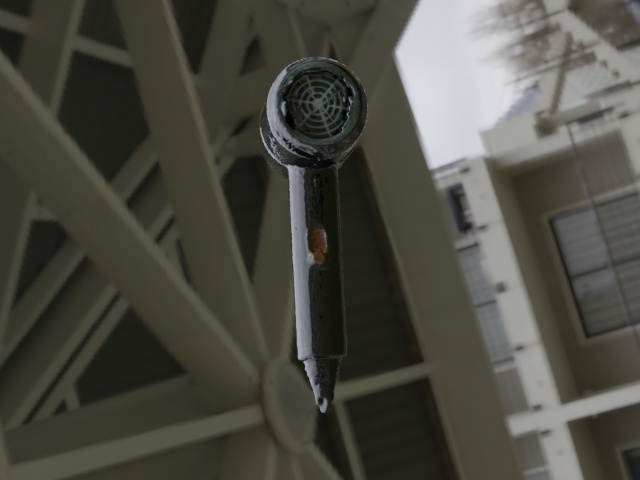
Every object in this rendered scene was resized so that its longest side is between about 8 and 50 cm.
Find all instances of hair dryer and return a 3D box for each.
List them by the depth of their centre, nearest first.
[{"bbox_3d":[0.000,0.000,1.255,0.189,0.107,0.352,128,138,-83],"label":"hair dryer"}]
